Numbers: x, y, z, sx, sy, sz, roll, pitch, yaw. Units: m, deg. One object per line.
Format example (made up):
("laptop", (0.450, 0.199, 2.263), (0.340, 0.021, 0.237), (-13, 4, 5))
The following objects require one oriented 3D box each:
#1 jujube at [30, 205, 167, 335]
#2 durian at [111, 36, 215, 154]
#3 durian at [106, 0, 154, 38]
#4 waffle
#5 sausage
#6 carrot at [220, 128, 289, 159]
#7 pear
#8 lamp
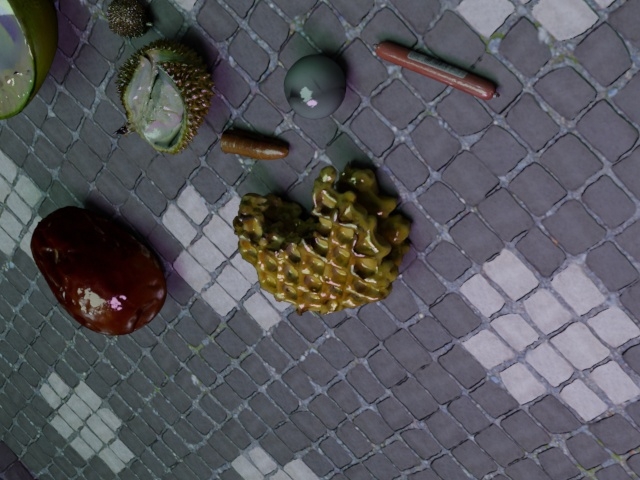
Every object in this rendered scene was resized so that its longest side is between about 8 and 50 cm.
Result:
("jujube", (-0.480, 0.064, 2.331), (0.318, 0.223, 0.223), (41, 140, 18))
("durian", (-0.277, -0.263, 1.964), (0.237, 0.138, 0.193), (-26, 106, 45))
("durian", (-0.344, -0.404, 1.963), (0.091, 0.080, 0.080), (13, 131, 11))
("waffle", (0.000, 0.000, 1.936), (0.324, 0.151, 0.261), (-14, 109, 47))
("sausage", (0.175, -0.262, 1.663), (0.223, 0.029, 0.029), (26, 135, 22))
("carrot", (-0.118, -0.169, 1.972), (0.139, 0.048, 0.048), (15, 130, 30))
("pear", (-0.642, -0.436, 2.112), (0.399, 0.165, 0.399), (23, 134, 26))
("lamp", (-0.009, -0.250, 1.772), (0.105, 0.105, 0.105), (22, 134, 26))
